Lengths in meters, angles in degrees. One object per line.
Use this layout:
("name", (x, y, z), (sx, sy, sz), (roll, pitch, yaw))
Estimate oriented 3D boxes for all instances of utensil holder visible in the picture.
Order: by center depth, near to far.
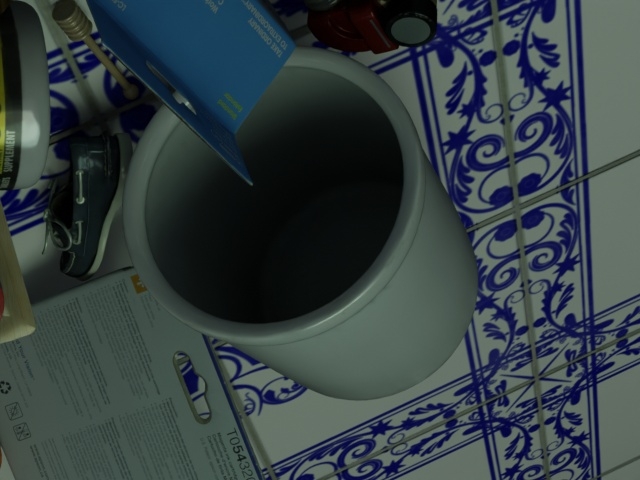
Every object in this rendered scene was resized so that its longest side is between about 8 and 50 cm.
("utensil holder", (0.000, 0.000, 1.493), (0.327, 0.328, 0.385), (-33, 156, 6))

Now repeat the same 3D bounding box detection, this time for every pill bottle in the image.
("pill bottle", (-0.436, -0.136, 1.217), (0.333, 0.188, 0.188), (-3, 136, -21))

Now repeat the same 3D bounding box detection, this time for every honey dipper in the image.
("honey dipper", (-0.240, -0.201, 1.401), (0.030, 0.030, 0.161), (-30, 144, 3))

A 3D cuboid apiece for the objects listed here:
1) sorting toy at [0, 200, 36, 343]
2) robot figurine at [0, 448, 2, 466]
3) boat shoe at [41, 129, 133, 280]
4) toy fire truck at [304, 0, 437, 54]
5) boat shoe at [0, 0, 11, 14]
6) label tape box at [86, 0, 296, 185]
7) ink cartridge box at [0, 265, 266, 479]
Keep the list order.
("sorting toy", (-0.453, 0.016, 1.350), (0.255, 0.089, 0.257), (-17, 100, -15))
("robot figurine", (-0.477, 0.238, 1.592), (0.128, 0.219, 0.158), (-25, 156, -21))
("boat shoe", (-0.280, -0.036, 1.499), (0.079, 0.095, 0.254), (3, 150, -22))
("toy fire truck", (-0.016, -0.274, 1.384), (0.246, 0.159, 0.217), (-11, 145, 25))
("boat shoe", (-0.358, -0.234, 1.123), (0.123, 0.342, 0.123), (24, 140, 4))
("label tape box", (-0.135, -0.243, 1.168), (0.106, 0.334, 0.240), (-35, 142, 9))
("ink cartridge box", (-0.247, 0.209, 1.584), (0.330, 0.324, 0.071), (-20, -178, 19))
